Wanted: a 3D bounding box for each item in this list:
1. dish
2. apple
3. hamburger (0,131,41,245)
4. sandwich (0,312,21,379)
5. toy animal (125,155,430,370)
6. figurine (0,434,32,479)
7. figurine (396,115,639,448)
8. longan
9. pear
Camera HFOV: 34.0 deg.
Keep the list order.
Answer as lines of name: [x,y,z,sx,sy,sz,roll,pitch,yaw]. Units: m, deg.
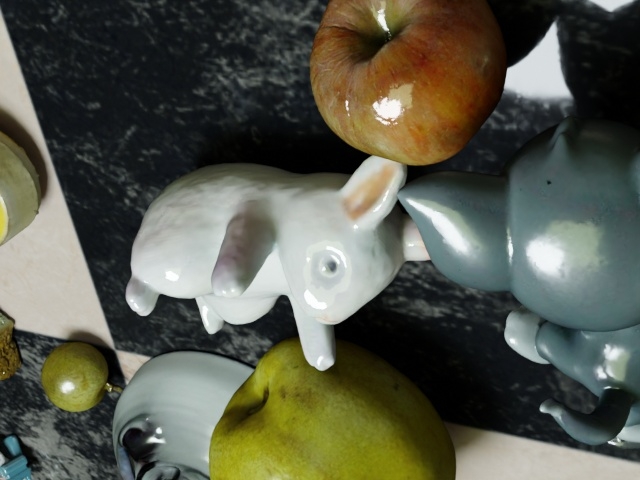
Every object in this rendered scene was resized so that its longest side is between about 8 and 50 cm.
dish: [-0.111,0.253,1.021,0.273,0.134,0.273,17,130,21]
apple: [0.057,-0.110,0.648,0.126,0.126,0.102,-2,164,33]
hamburger: [-0.321,-0.056,0.949,0.141,0.081,0.127,8,130,12]
sandwich: [-0.377,0.098,1.131,0.104,0.036,0.093,18,132,21]
toy animal: [-0.009,0.013,0.765,0.282,0.138,0.140,5,161,34]
figurine: [-0.406,0.250,1.242,0.140,0.075,0.068,51,136,3]
figurine: [0.161,0.034,0.657,0.193,0.140,0.265,1,118,20]
longan: [-0.241,0.140,1.062,0.083,0.075,0.075,14,134,-8]
pear: [0.006,0.180,0.859,0.200,0.200,0.200,17,131,20]
